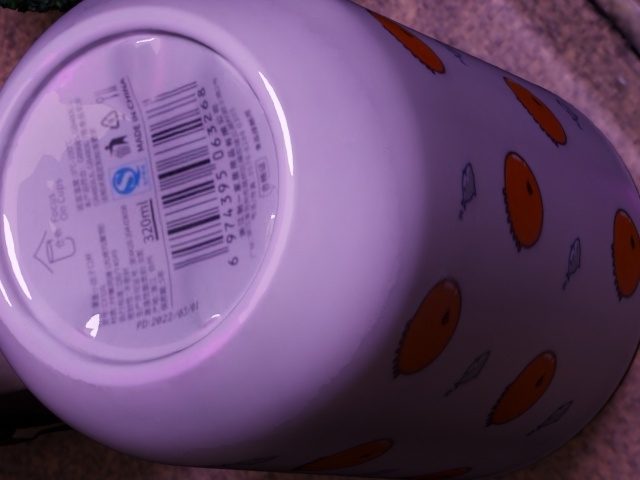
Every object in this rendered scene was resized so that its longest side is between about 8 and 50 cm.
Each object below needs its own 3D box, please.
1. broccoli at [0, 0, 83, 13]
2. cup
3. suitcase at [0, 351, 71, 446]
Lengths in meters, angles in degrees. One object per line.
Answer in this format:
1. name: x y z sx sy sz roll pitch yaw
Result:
1. broccoli: -0.104 -0.252 1.022 0.297 0.297 0.297 -41 37 17
2. cup: 0.000 0.000 0.876 0.212 0.317 0.212 -4 82 26
3. suitcase: -0.278 0.018 1.003 0.351 0.339 0.194 -10 80 26
